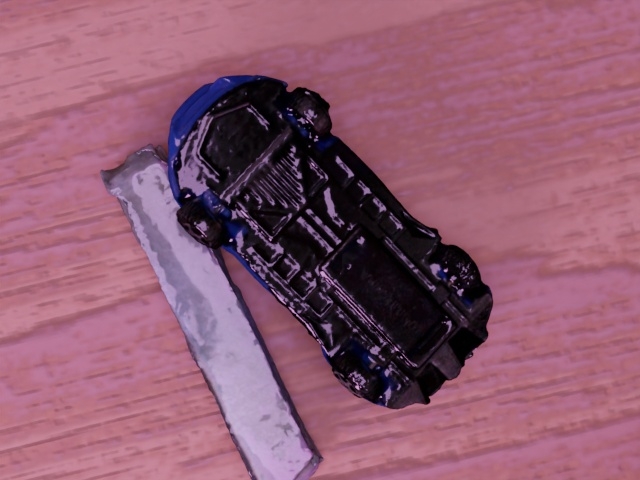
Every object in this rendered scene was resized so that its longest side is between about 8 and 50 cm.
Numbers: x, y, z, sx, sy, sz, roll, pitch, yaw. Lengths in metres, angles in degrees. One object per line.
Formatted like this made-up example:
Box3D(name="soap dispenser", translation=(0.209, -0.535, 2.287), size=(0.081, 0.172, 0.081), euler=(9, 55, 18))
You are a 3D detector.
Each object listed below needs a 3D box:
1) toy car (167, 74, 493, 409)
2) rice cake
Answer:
Box3D(name="toy car", translation=(0.000, 0.000, 1.030), size=(0.216, 0.063, 0.103), euler=(46, 79, -10))
Box3D(name="rice cake", translation=(-0.060, 0.045, 1.046), size=(0.043, 0.034, 0.211), euler=(-26, 94, 0))
